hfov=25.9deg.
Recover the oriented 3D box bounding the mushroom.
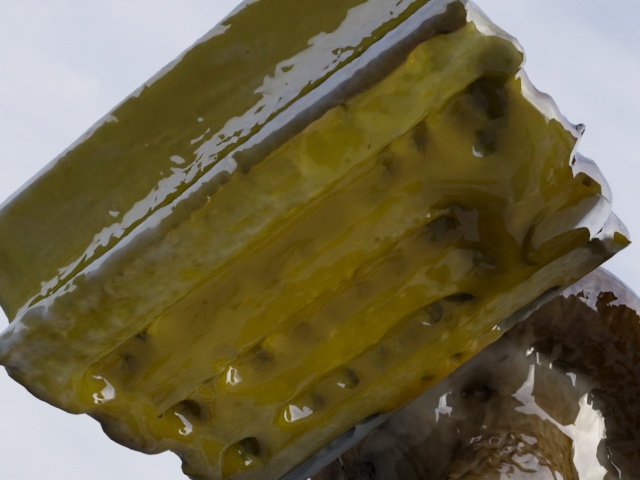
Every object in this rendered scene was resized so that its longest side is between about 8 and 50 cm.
[{"bbox_3d":[0.115,0.153,0.871,0.267,0.254,0.267,-5,-41,-4],"label":"mushroom"}]

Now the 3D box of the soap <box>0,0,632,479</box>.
[{"bbox_3d":[0.000,0.000,0.731,0.259,0.281,0.143,44,10,-50],"label":"soap"}]
